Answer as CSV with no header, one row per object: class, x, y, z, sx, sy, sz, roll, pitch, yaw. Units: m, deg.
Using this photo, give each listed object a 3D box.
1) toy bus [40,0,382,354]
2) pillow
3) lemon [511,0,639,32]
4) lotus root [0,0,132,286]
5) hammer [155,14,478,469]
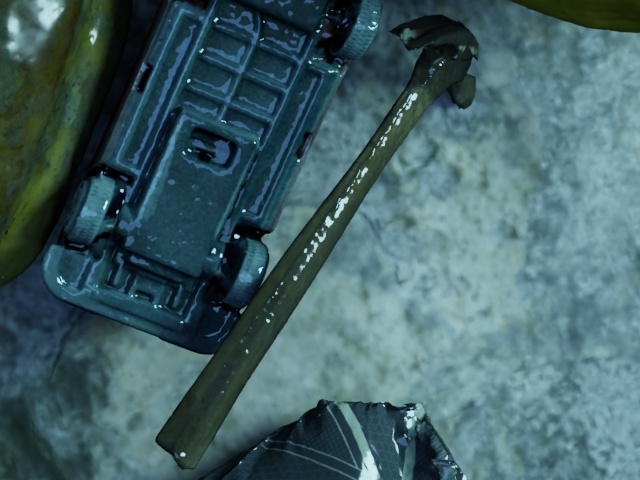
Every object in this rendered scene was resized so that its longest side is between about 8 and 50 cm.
toy bus,-0.058,-0.079,1.134,0.121,0.120,0.265,22,101,-12
pillow,-0.064,0.211,1.200,0.335,0.092,0.161,-22,95,3
lemon,0.152,-0.242,1.043,0.285,0.285,0.316,-32,121,5
lotus root,-0.203,-0.099,1.112,0.160,0.152,0.275,21,91,33
hammer,0.001,0.000,1.112,0.027,0.125,0.297,29,78,24
